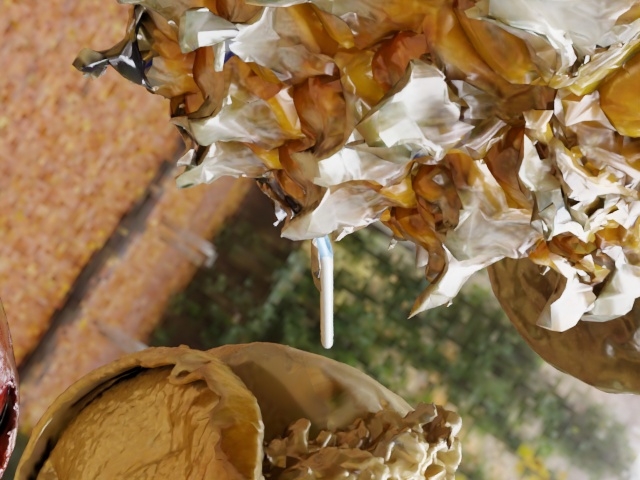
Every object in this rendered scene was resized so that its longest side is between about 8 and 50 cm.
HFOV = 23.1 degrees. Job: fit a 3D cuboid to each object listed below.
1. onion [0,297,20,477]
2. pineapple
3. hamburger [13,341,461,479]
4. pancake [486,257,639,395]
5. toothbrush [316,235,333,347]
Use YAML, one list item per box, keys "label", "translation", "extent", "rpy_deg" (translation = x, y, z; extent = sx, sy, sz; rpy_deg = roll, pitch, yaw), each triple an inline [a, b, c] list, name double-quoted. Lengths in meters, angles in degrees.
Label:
- label: "onion"
  translation: [-0.341, 0.096, 1.069]
  extent: [0.276, 0.276, 0.276]
  rpy_deg: [-57, 180, 0]
- label: "pineapple"
  translation: [0.099, -0.126, 0.626]
  extent: [0.300, 0.352, 0.352]
  rpy_deg: [18, -110, 48]
- label: "hamburger"
  translation: [-0.055, 0.162, 0.770]
  extent: [0.286, 0.146, 0.243]
  rpy_deg: [-52, -136, 26]
- label: "pancake"
  translation: [0.238, 0.002, 1.189]
  extent: [0.242, 0.242, 0.050]
  rpy_deg: [-57, 157, 13]
- label: "toothbrush"
  translation: [-0.005, 0.001, 1.765]
  extent: [0.040, 0.040, 0.386]
  rpy_deg: [-57, 158, -36]
